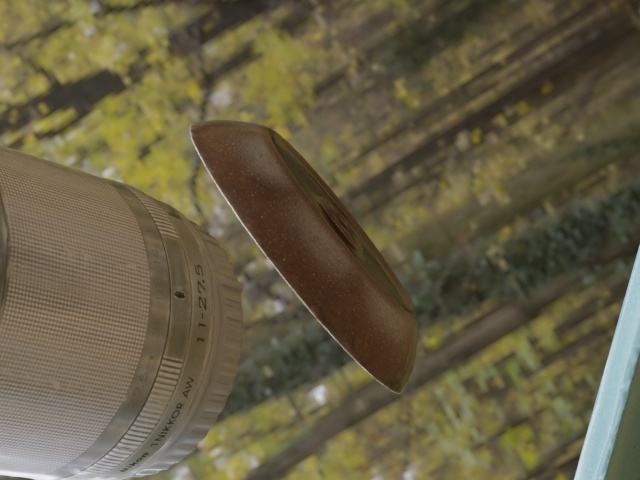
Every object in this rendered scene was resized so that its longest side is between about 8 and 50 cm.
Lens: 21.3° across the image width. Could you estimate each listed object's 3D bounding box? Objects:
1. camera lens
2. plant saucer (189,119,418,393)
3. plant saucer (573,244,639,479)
[{"bbox_3d":[-0.216,0.050,1.164,0.274,0.219,0.219,18,-140,-47],"label":"camera lens"},{"bbox_3d":[0.000,0.000,0.985,0.198,0.036,0.198,52,-173,-9],"label":"plant saucer"},{"bbox_3d":[0.133,0.046,0.673,0.018,0.192,0.067,13,173,34],"label":"plant saucer"}]
